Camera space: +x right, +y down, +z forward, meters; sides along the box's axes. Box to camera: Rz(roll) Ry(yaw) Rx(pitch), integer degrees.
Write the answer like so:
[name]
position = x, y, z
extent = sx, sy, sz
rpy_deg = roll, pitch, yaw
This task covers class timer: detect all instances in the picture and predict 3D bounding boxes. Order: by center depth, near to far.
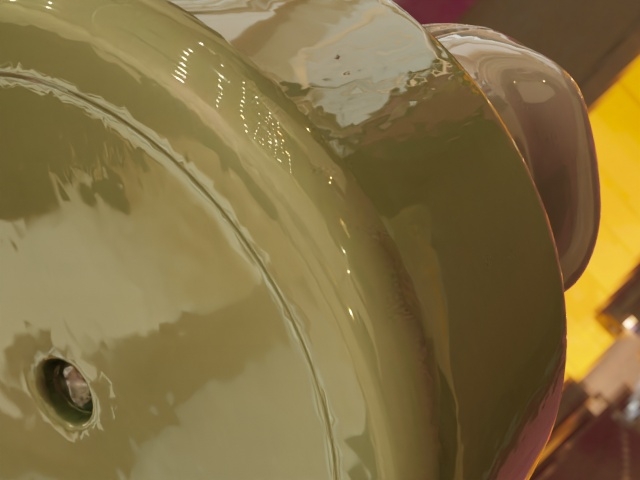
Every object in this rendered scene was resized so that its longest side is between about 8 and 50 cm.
[timer]
position = 0.000, 0.000, 0.673
extent = 0.291, 0.290, 0.315
rpy_deg = -35, -3, 41
